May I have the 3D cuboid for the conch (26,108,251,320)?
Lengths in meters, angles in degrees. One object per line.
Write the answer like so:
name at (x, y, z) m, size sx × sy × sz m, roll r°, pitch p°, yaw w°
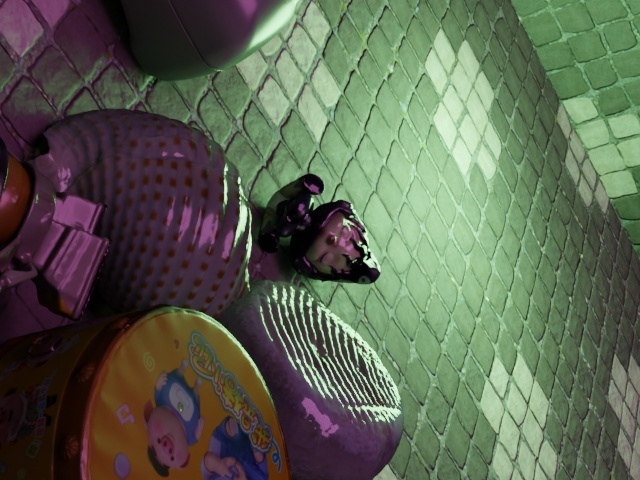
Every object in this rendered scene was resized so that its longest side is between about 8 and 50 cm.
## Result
conch at (-0.206, -0.046, 1.763) m, size 0.319 × 0.215 × 0.303 m, roll 54°, pitch 26°, yaw -33°

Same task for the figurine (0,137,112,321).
figurine at (-0.376, -0.041, 1.513) m, size 0.308 × 0.143 × 0.308 m, roll 40°, pitch 7°, yaw -6°

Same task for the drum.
drum at (-0.225, 0.288, 1.554) m, size 0.431 × 0.214 × 0.431 m, roll 33°, pitch 51°, yaw -53°

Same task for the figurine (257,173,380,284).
figurine at (0.000, 0.000, 2.174) m, size 0.222 × 0.145 × 0.145 m, roll 39°, pitch 45°, yaw -30°

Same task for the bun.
bun at (-0.038, 0.219, 1.909) m, size 0.354 × 0.194 × 0.354 m, roll 39°, pitch 21°, yaw -19°

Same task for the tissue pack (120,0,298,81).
tissue pack at (-0.179, -0.410, 1.930) m, size 0.229 × 0.236 × 0.333 m, roll -46°, pitch 116°, yaw -55°
